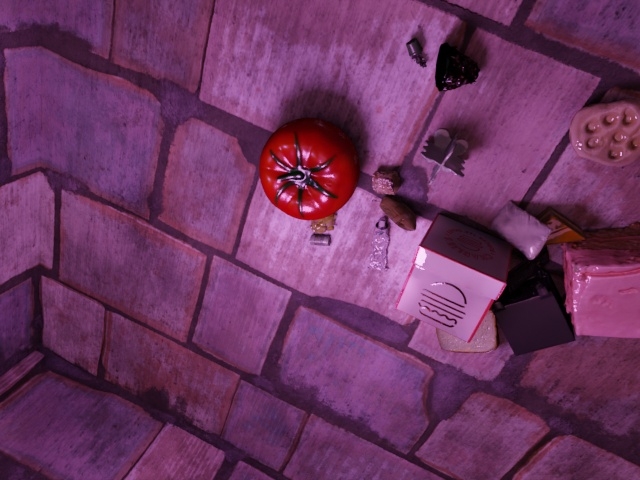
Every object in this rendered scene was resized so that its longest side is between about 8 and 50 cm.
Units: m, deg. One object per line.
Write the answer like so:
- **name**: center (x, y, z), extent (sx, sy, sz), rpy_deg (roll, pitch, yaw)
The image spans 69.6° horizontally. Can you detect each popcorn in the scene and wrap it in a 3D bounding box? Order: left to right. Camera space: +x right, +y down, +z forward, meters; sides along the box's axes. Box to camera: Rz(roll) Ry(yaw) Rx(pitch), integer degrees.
- **popcorn**: center (0.011, -0.082, 1.926), extent (0.109, 0.089, 0.097), rpy_deg (-46, 60, 23)

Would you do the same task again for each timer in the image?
- **timer**: center (-0.039, -0.269, 1.733), extent (0.378, 0.279, 0.378), rpy_deg (7, 115, 16)

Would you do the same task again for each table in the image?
- **table**: center (0.429, -0.286, 1.604), extent (0.167, 0.198, 0.166), rpy_deg (8, 118, 15)

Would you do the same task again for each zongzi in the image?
- **zongzi**: center (0.288, -0.109, 1.758), extent (0.189, 0.178, 0.081), rpy_deg (38, 104, -2)

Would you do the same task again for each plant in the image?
- **plant**: center (0.327, -0.628, 1.557), extent (0.051, 0.051, 0.102), rpy_deg (-20, 122, 27)

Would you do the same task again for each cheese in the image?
- **cheese**: center (0.913, -0.345, 1.453), extent (0.235, 0.117, 0.218), rpy_deg (41, 120, -3)

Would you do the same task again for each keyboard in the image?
- **keyboard**: center (0.763, 0.100, 1.690), extent (0.025, 0.230, 0.093), rpy_deg (20, 136, 57)

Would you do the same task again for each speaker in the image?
- **speaker**: center (0.801, 0.269, 1.766), extent (0.232, 0.184, 0.254), rpy_deg (-25, 102, 28)

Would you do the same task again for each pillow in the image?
- **pillow**: center (0.704, -0.040, 1.630), extent (0.051, 0.229, 0.128), rpy_deg (16, 114, -32)

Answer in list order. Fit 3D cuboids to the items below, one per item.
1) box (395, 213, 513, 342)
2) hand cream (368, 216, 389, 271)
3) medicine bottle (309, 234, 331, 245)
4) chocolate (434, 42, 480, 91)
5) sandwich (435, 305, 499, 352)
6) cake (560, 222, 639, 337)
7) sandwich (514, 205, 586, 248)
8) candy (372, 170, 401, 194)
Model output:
- **box**: center (0.496, 0.133, 1.718), extent (0.314, 0.312, 0.300), rpy_deg (25, 124, 14)
- **hand cream**: center (0.246, 0.015, 1.911), extent (0.084, 0.050, 0.257), rpy_deg (10, 125, 17)
- **medicine bottle**: center (0.000, 0.000, 1.989), extent (0.083, 0.047, 0.047), rpy_deg (4, 117, 18)
- **chocolate**: center (0.455, -0.564, 1.509), extent (0.133, 0.156, 0.156), rpy_deg (1, 117, -2)
- **sandwich**: center (0.617, 0.366, 1.934), extent (0.251, 0.087, 0.226), rpy_deg (-6, 111, 25)
- **cake**: center (0.984, 0.143, 1.565), extent (0.293, 0.307, 0.314), rpy_deg (-6, 113, 24)
- **sandwich**: center (0.817, -0.009, 1.656), extent (0.144, 0.117, 0.187), rpy_deg (41, 121, 0)
- **candy**: center (0.252, -0.224, 1.768), extent (0.110, 0.085, 0.095), rpy_deg (3, 123, 29)
